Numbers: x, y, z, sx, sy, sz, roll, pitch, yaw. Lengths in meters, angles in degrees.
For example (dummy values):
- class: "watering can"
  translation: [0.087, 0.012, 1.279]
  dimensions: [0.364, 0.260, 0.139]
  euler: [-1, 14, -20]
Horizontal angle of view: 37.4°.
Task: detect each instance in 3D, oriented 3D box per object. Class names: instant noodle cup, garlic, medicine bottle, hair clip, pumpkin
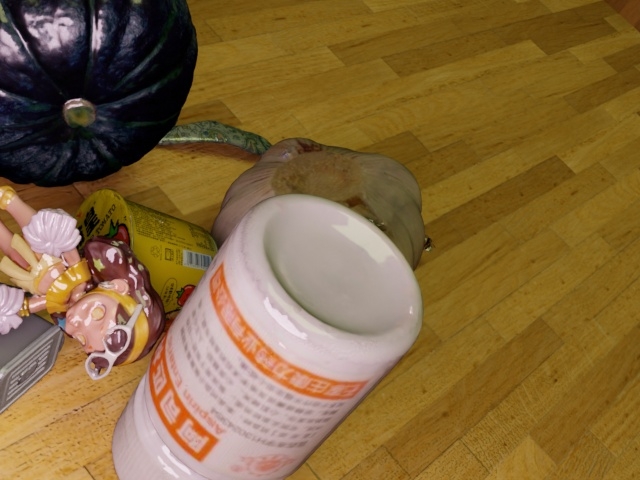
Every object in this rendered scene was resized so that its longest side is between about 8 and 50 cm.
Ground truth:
- class: "instant noodle cup"
  translation: [-0.220, 0.038, 1.171]
  dimensions: [0.144, 0.182, 0.182]
  euler: [14, 43, -39]
- class: "garlic"
  translation: [-0.001, -0.014, 1.324]
  dimensions: [0.322, 0.241, 0.322]
  euler: [20, 27, -11]
- class: "medicine bottle"
  translation: [-0.070, 0.141, 1.008]
  dimensions: [0.211, 0.371, 0.211]
  euler: [22, 40, -19]
- class: "hair clip"
  translation: [-0.165, -0.164, 1.520]
  dimensions: [0.229, 0.036, 0.066]
  euler: [2, 43, -36]
- class: "pumpkin"
  translation: [-0.341, -0.240, 1.207]
  dimensions: [0.363, 0.363, 0.266]
  euler: [3, 49, -35]

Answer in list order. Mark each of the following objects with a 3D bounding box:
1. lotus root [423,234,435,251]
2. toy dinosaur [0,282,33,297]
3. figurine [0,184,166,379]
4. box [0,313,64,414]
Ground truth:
- class: "lotus root"
  translation: [0.121, -0.007, 1.552]
  dimensions: [0.152, 0.063, 0.072]
  euler: [13, 16, -17]
- class: "toy dinosaur"
  translation: [-0.495, 0.018, 1.040]
  dimensions: [0.363, 0.076, 0.147]
  euler: [22, 39, 4]
- class: "figurine"
  translation: [-0.274, 0.041, 1.008]
  dimensions: [0.240, 0.174, 0.116]
  euler: [38, 22, 0]
- class: "box"
  translation: [-0.349, 0.129, 1.048]
  dimensions: [0.069, 0.084, 0.122]
  euler: [33, 36, 8]
